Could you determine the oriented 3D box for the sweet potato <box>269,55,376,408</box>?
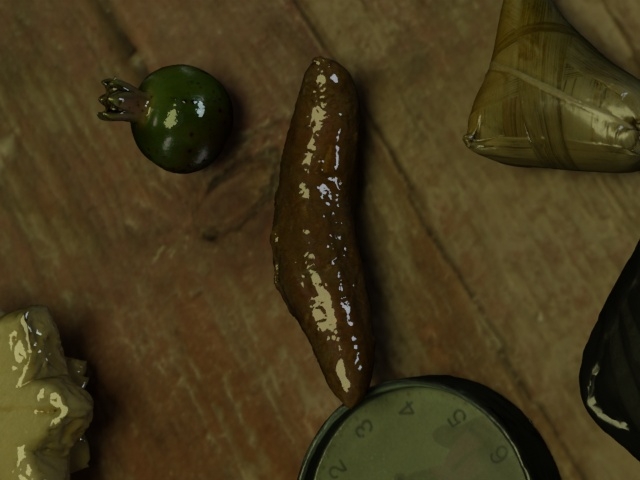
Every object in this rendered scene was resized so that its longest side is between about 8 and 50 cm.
[{"bbox_3d":[-0.002,-0.001,1.935,0.114,0.092,0.341,-21,69,58],"label":"sweet potato"}]

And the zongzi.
[{"bbox_3d":[0.232,-0.159,1.807,0.194,0.099,0.197,9,84,33],"label":"zongzi"}]

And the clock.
[{"bbox_3d":[0.097,0.265,1.880,0.281,0.055,0.280,-3,84,32],"label":"clock"}]

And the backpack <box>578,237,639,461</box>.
[{"bbox_3d":[0.450,0.109,1.548,0.446,0.255,0.363,37,110,32],"label":"backpack"}]

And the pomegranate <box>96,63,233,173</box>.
[{"bbox_3d":[-0.158,-0.128,2.023,0.114,0.142,0.114,-24,60,51],"label":"pomegranate"}]

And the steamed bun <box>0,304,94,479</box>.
[{"bbox_3d":[-0.345,0.196,2.123,0.292,0.137,0.295,35,99,30],"label":"steamed bun"}]
